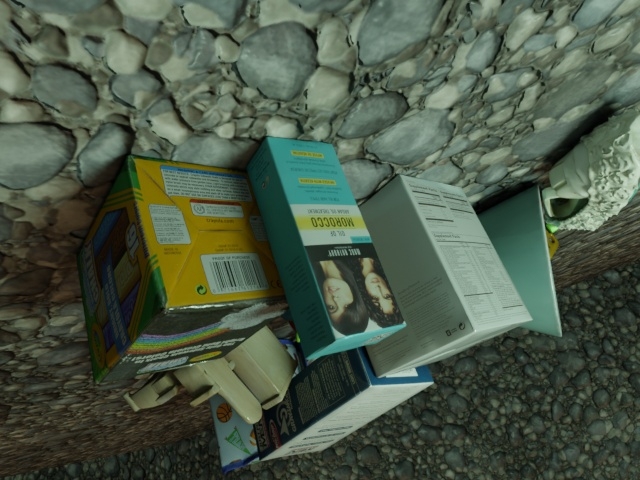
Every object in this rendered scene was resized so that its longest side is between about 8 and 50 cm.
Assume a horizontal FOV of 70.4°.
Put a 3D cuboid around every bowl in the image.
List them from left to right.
[{"bbox_3d":[0.399,0.050,0.961,0.163,0.312,0.311,-9,164,26],"label":"bowl"}]

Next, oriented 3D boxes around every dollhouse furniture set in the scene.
[{"bbox_3d":[-0.241,0.294,0.875,0.355,0.174,0.303,-36,-173,20],"label":"dollhouse furniture set"}]

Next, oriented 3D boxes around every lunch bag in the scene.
[{"bbox_3d":[-0.140,0.479,1.384,0.238,0.328,0.385,-23,157,17],"label":"lunch bag"}]

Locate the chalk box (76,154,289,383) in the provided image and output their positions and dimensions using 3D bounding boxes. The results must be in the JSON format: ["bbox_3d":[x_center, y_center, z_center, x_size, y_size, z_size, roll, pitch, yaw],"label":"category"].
[{"bbox_3d":[-0.189,0.058,0.578,0.180,0.179,0.289,1,150,-43],"label":"chalk box"}]

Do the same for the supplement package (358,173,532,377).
[{"bbox_3d":[0.174,0.060,0.774,0.197,0.263,0.199,2,148,-43],"label":"supplement package"}]

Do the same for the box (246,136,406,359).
[{"bbox_3d":[0.000,0.000,0.514,0.100,0.245,0.060,-3,152,-37],"label":"box"}]

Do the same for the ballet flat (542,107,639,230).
[{"bbox_3d":[0.503,-0.100,0.870,0.146,0.147,0.409,-25,157,11],"label":"ballet flat"}]

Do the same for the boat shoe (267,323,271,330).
[{"bbox_3d":[-0.161,0.235,1.177,0.049,0.040,0.142,-23,157,6],"label":"boat shoe"}]

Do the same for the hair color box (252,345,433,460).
[{"bbox_3d":[0.027,0.306,0.879,0.173,0.105,0.347,13,134,-39],"label":"hair color box"}]

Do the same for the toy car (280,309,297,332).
[{"bbox_3d":[0.031,0.227,1.030,0.210,0.238,0.219,-13,162,18],"label":"toy car"}]

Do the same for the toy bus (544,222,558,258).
[{"bbox_3d":[0.553,0.032,1.188,0.202,0.104,0.191,-35,174,-3],"label":"toy bus"}]

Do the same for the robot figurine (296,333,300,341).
[{"bbox_3d":[-0.023,0.288,1.375,0.101,0.067,0.115,-2,147,-17],"label":"robot figurine"}]

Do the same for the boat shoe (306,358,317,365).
[{"bbox_3d":[0.008,0.341,1.476,0.096,0.088,0.268,-46,175,-48],"label":"boat shoe"}]
